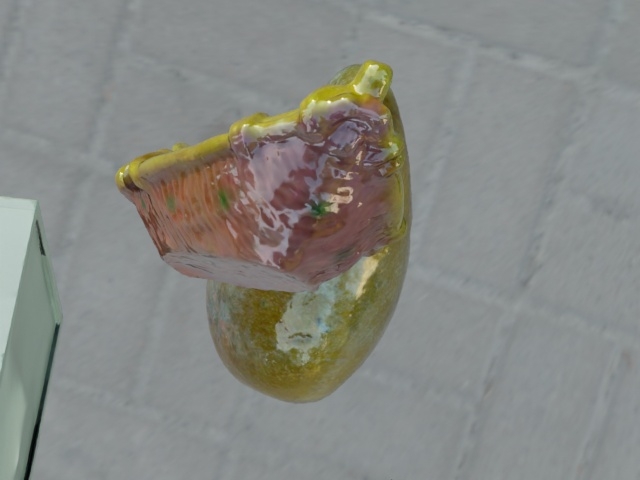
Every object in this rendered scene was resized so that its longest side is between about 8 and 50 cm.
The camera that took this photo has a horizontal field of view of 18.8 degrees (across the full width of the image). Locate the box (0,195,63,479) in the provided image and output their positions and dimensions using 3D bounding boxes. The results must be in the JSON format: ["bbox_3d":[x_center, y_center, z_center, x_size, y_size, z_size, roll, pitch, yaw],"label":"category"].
[{"bbox_3d":[-0.296,0.108,1.580,0.117,0.225,0.225,7,63,2],"label":"box"}]

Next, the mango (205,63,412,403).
[{"bbox_3d":[0.000,0.000,1.653,0.193,0.146,0.316,55,131,44],"label":"mango"}]

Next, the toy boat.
[{"bbox_3d":[-0.036,-0.024,1.042,0.141,0.318,0.099,20,79,-18],"label":"toy boat"}]
